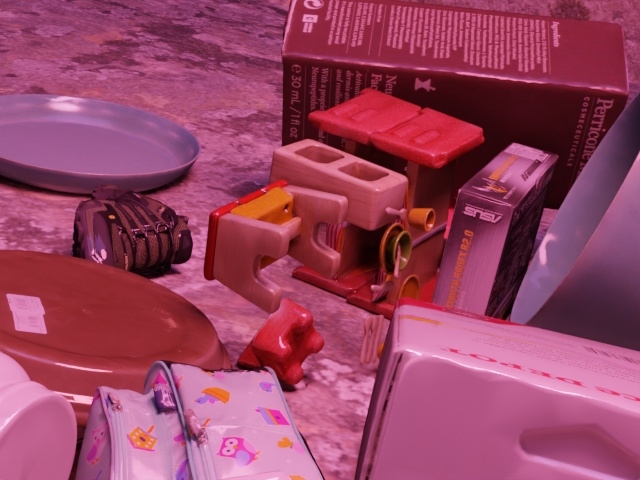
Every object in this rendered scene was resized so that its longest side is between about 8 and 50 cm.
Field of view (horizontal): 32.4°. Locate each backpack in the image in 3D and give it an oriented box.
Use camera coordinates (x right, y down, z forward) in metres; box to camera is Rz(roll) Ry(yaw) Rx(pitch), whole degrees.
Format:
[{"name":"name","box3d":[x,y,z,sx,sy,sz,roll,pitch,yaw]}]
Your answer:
[{"name":"backpack","box3d":[-0.068,0.171,0.621,0.144,0.166,0.188,4,21,-28]}]

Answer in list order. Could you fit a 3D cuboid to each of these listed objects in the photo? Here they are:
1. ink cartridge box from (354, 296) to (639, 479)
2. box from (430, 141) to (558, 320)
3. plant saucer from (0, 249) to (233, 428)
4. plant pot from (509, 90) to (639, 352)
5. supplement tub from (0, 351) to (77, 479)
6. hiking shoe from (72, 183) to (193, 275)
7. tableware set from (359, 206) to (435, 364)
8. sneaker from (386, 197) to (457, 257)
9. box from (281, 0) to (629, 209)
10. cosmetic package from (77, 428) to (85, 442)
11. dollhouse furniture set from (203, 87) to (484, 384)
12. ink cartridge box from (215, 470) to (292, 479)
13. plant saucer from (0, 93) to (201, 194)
[{"name":"ink cartridge box","box3d":[0.141,0.134,0.724,0.226,0.131,0.306,14,5,5]},{"name":"box","box3d":[0.175,0.012,1.129,0.056,0.183,0.231,19,23,17]},{"name":"plant saucer","box3d":[-0.199,0.068,0.878,0.277,0.041,0.278,16,15,-4]},{"name":"plant pot","box3d":[0.360,0.022,1.084,0.235,0.293,0.293,30,23,2]},{"name":"supplement tub","box3d":[-0.269,0.120,0.683,0.199,0.144,0.144,17,22,16]},{"name":"hiking shoe","box3d":[-0.187,-0.004,1.120,0.114,0.086,0.227,6,21,-4]},{"name":"tableware set","box3d":[0.079,0.045,1.023,0.024,0.154,0.104,11,3,29]},{"name":"sneaker","box3d":[0.171,-0.073,1.404,0.116,0.136,0.314,19,23,21]},{"name":"box","box3d":[0.146,-0.159,1.284,0.381,0.191,0.143,5,46,3]},{"name":"cosmetic package","box3d":[-0.209,0.112,0.876,0.115,0.041,0.060,27,25,36]},{"name":"dollhouse furniture set","box3d":[0.000,0.000,1.070,0.152,0.201,0.374,23,31,28]},{"name":"ink cartridge box","box3d":[-0.124,0.222,0.348,0.270,0.197,0.198,-2,50,-31]},{"name":"plant saucer","box3d":[-0.314,-0.123,1.420,0.317,0.044,0.317,10,22,-4]}]
